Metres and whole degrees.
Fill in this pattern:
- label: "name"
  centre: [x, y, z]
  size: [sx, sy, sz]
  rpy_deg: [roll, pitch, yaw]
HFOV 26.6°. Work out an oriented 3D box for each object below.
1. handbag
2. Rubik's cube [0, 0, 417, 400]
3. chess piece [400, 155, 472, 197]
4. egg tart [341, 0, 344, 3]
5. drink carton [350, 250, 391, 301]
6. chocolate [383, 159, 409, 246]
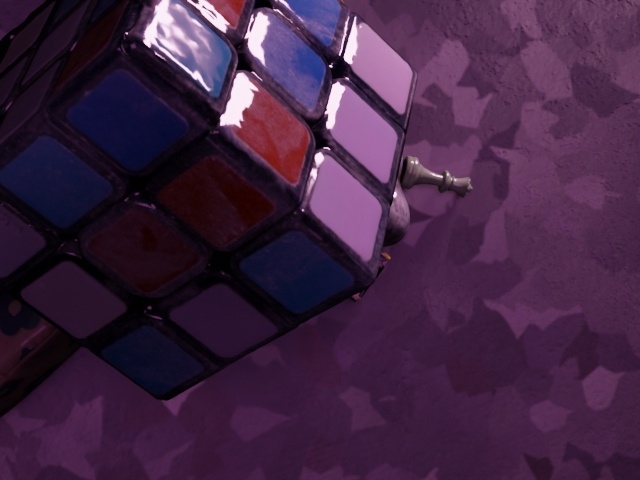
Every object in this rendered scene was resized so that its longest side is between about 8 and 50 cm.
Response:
- label: "handbag"
  centre: [-0.372, 0.069, 1.586]
  size: [0.251, 0.190, 0.193]
  rpy_deg: [-41, 81, 0]
- label: "Rubik's cube"
  centre: [-0.143, -0.103, 1.421]
  size: [0.363, 0.362, 0.359]
  rpy_deg: [-31, 118, 31]
- label: "chess piece"
  centre: [0.147, -0.076, 1.694]
  size: [0.093, 0.042, 0.042]
  rpy_deg: [14, 87, -8]
- label: "egg tart"
  centre: [-0.039, -0.256, 1.624]
  size: [0.147, 0.202, 0.203]
  rpy_deg: [-27, 90, 10]
- label: "drink carton"
  centre: [0.000, 0.000, 1.672]
  size: [0.165, 0.056, 0.071]
  rpy_deg: [37, 82, -2]
- label: "chocolate"
  centre: [0.069, -0.072, 1.658]
  size: [0.072, 0.072, 0.167]
  rpy_deg: [-6, 70, -4]
